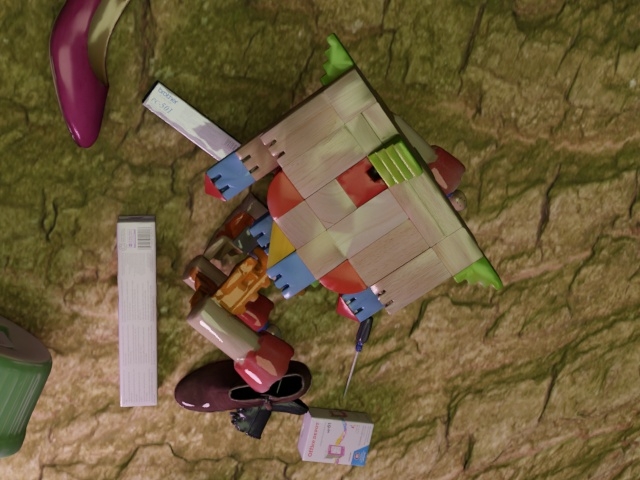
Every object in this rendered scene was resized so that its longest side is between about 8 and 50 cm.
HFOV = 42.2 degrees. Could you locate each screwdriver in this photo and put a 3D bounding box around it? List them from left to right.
[{"bbox_3d":[0.066,0.217,1.523,0.024,0.025,0.170,13,99,-15],"label":"screwdriver"}]

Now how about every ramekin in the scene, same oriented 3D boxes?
[{"bbox_3d":[-0.556,0.185,1.243,0.303,0.303,0.148,29,88,-17],"label":"ramekin"}]

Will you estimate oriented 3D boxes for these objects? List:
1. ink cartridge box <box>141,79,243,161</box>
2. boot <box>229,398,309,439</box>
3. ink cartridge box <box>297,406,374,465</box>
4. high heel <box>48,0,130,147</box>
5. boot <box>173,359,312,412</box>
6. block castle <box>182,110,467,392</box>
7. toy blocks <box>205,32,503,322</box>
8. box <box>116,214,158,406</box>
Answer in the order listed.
[{"bbox_3d":[-0.190,-0.177,1.339,0.207,0.097,0.046,37,93,-18],"label":"ink cartridge box"},{"bbox_3d":[-0.095,0.313,1.499,0.121,0.045,0.099,30,93,-10],"label":"boot"},{"bbox_3d":[0.027,0.362,1.533,0.122,0.052,0.088,9,101,-13],"label":"ink cartridge box"},{"bbox_3d":[-0.309,-0.330,1.256,0.181,0.127,0.377,-1,100,-1],"label":"high heel"},{"bbox_3d":[-0.138,0.240,1.373,0.248,0.207,0.090,-9,83,2],"label":"boot"},{"bbox_3d":[0.000,0.000,1.315,0.213,0.303,0.453,41,92,-18],"label":"block castle"},{"bbox_3d":[0.021,-0.035,1.088,0.261,0.191,0.381,-34,102,12],"label":"toy blocks"},{"bbox_3d":[-0.308,0.118,1.398,0.067,0.063,0.324,-1,103,-11],"label":"box"}]
